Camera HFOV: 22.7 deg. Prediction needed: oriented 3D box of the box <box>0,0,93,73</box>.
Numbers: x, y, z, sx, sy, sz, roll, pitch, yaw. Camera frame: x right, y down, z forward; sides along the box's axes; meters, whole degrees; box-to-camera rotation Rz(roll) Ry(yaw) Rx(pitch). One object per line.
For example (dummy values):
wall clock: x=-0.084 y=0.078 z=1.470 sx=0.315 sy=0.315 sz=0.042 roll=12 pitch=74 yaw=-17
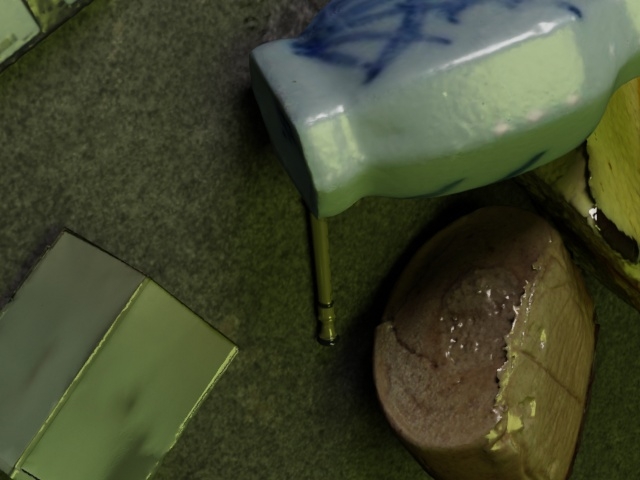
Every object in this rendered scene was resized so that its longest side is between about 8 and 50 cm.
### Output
box: x=-0.311 y=-0.228 z=1.290 sx=0.350 sy=0.058 sz=0.211 roll=-43 pitch=128 yaw=-18

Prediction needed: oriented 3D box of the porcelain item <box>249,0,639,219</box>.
porcelain item: x=0.147 y=-0.171 z=1.521 sx=0.405 sy=0.242 sz=0.178 roll=-24 pitch=136 yaw=-8

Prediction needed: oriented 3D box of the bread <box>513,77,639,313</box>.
bread: x=0.363 y=-0.136 z=1.758 sx=0.345 sy=0.242 sz=0.405 roll=29 pitch=91 yaw=-43

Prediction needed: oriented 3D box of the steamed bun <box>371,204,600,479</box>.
steamed bun: x=0.169 y=0.134 z=1.713 sx=0.251 sy=0.199 sz=0.301 roll=52 pitch=50 yaw=-51

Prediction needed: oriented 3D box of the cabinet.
cabinet: x=-0.212 y=0.123 z=1.433 sx=0.206 sy=0.150 sz=0.145 roll=-56 pitch=135 yaw=-9

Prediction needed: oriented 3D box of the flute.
flute: x=0.000 y=0.000 z=1.640 sx=0.027 sy=0.027 sz=0.233 roll=-20 pitch=117 yaw=-32
